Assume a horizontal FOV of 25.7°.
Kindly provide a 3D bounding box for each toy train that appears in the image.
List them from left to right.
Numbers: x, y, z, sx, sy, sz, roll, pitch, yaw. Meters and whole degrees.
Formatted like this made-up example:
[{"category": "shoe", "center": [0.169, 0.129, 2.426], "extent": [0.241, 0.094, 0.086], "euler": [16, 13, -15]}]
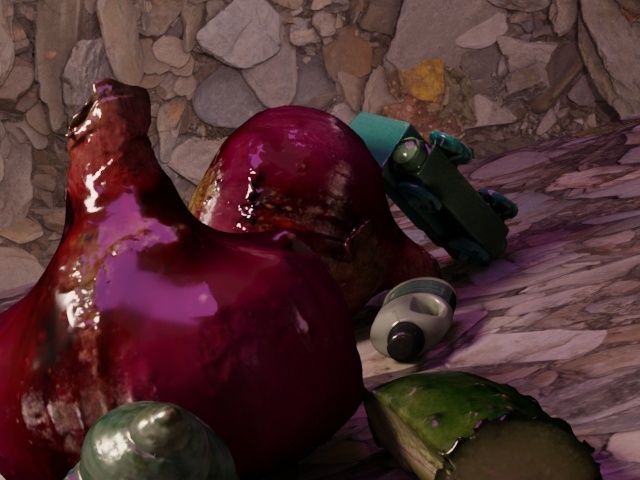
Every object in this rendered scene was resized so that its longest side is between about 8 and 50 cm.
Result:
[{"category": "toy train", "center": [0.164, -0.071, 2.104], "extent": [0.194, 0.298, 0.120], "euler": [19, 72, 44]}]

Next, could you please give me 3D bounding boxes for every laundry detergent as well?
[{"category": "laundry detergent", "center": [0.113, 0.101, 1.721], "extent": [0.099, 0.070, 0.225], "euler": [-7, 9, 11]}]

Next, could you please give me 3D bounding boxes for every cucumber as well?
[{"category": "cucumber", "center": [0.121, 0.161, 1.225], "extent": [0.145, 0.105, 0.325], "euler": [-18, 6, -11]}]

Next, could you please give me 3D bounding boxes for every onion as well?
[{"category": "onion", "center": [-0.175, 0.059, 1.354], "extent": [0.398, 0.420, 0.398], "euler": [-17, 17, 5]}, {"category": "onion", "center": [0.000, 0.000, 1.948], "extent": [0.385, 0.348, 0.348], "euler": [18, -1, -17]}]

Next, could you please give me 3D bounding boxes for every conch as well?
[{"category": "conch", "center": [-0.143, 0.213, 1.114], "extent": [0.176, 0.188, 0.122], "euler": [3, 6, -28]}]
